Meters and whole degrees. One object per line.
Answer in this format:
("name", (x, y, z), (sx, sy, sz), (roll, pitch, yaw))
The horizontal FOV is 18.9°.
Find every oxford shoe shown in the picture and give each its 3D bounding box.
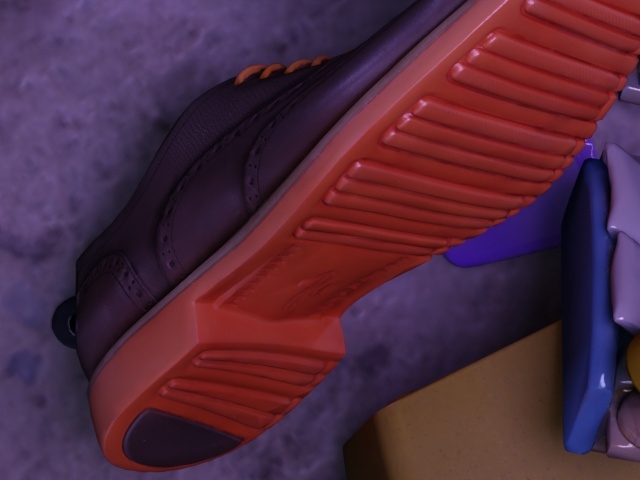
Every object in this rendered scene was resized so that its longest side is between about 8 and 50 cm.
("oxford shoe", (0.001, -0.046, 0.870), (0.363, 0.130, 0.133), (-42, 55, 26))

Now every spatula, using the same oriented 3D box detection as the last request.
("spatula", (0.000, 0.000, 0.994), (0.296, 0.030, 0.084), (-18, 98, 3))

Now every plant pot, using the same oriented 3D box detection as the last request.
("plant pot", (0.120, 0.142, 0.922), (0.212, 0.212, 0.187), (-25, 82, -11))

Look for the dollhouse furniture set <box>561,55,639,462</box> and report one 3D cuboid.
("dollhouse furniture set", (0.266, -0.038, 0.826), (0.286, 0.303, 0.198), (11, 136, -2))
